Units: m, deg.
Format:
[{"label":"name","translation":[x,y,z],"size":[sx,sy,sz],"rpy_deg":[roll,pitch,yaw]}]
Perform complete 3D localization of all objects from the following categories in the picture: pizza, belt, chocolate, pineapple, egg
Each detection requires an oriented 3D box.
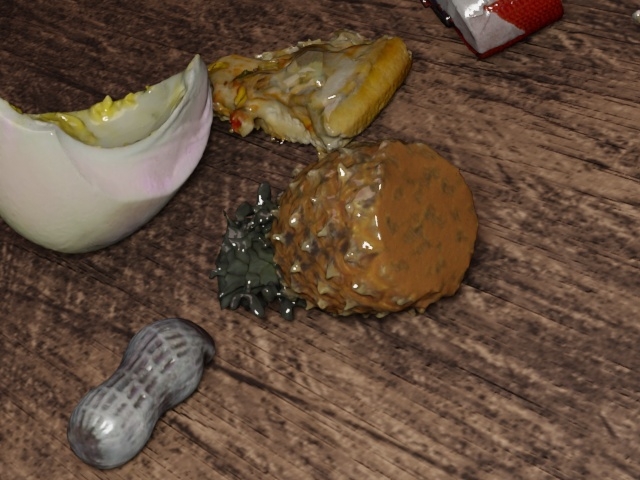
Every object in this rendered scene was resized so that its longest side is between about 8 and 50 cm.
[{"label":"pizza","translation":[-0.037,-0.171,1.976],"size":[0.297,0.071,0.189],"rpy_deg":[10,46,48]},{"label":"belt","translation":[0.165,-0.268,1.910],"size":[0.124,0.128,0.201],"rpy_deg":[-27,30,1]},{"label":"chocolate","translation":[-0.153,0.128,1.579],"size":[0.072,0.072,0.167],"rpy_deg":[3,42,42]},{"label":"pineapple","translation":[0.000,0.000,1.606],"size":[0.278,0.158,0.158],"rpy_deg":[-11,30,49]},{"label":"egg","translation":[-0.232,-0.071,1.885],"size":[0.271,0.162,0.206],"rpy_deg":[-6,-20,-32]}]

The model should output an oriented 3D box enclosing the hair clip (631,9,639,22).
[{"label":"hair clip","translation":[0.396,-0.228,1.738],"size":[0.213,0.056,0.062],"rpy_deg":[-23,3,-6]}]
